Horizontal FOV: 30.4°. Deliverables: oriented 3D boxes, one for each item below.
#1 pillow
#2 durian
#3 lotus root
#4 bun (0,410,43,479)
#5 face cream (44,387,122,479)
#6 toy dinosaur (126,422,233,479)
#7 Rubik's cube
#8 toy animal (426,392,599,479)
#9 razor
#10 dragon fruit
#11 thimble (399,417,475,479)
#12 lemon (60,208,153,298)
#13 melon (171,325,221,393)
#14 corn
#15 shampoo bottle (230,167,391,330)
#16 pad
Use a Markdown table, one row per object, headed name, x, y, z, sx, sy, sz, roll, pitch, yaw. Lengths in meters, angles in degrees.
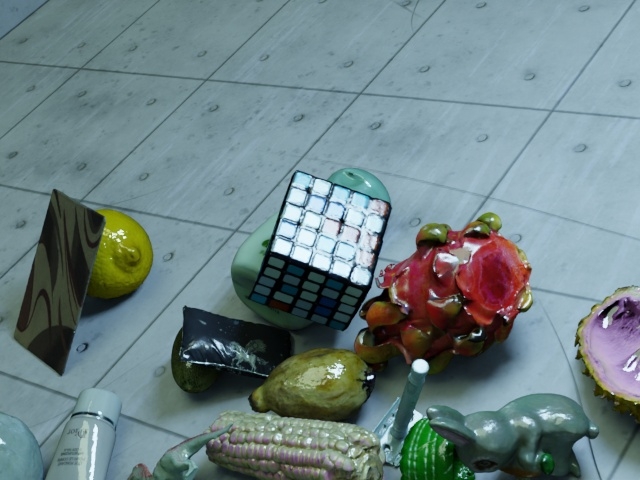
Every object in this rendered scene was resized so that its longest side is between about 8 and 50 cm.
| name | x | y | z | sx | sy | sz | roll | pitch | yaw |
| --- | --- | --- | --- | --- | --- | --- | --- | --- | --- |
| pillow | -0.146 | 0.186 | 2.085 | 0.208 | 0.055 | 0.141 | 14 | 36 | -14 |
| durian | 0.491 | 0.191 | 1.769 | 0.191 | 0.112 | 0.341 | -38 | 29 | -6 |
| lotus root | -0.014 | 0.243 | 1.938 | 0.214 | 0.138 | 0.138 | -12 | 36 | -4 |
| bun | -0.662 | 0.412 | 2.015 | 0.362 | 0.211 | 0.362 | -17 | 35 | 12 |
| face cream | -0.416 | 0.402 | 2.018 | 0.143 | 0.089 | 0.314 | -7 | 49 | 22 |
| toy dinosaur | -0.229 | 0.360 | 1.914 | 0.242 | 0.053 | 0.167 | -56 | 38 | 15 |
| Rubik's cube | 0.001 | 0.020 | 2.021 | 0.187 | 0.184 | 0.182 | 20 | 58 | -5 |
| toy animal | 0.260 | 0.281 | 1.697 | 0.251 | 0.125 | 0.127 | 4 | -2 | -16 |
| razor | 0.134 | 0.249 | 1.790 | 0.068 | 0.232 | 0.106 | 33 | 59 | 15 |
| dragon fruit | 0.194 | 0.096 | 1.939 | 0.307 | 0.243 | 0.227 | -25 | 74 | -9 |
| thimble | 0.178 | 0.325 | 1.753 | 0.090 | 0.118 | 0.130 | -4 | 21 | 29 |
| lemon | -0.442 | 0.028 | 2.409 | 0.244 | 0.186 | 0.187 | 7 | 45 | 49 |
| melon | -0.220 | 0.209 | 2.134 | 0.099 | 0.099 | 0.162 | -12 | 41 | 15 |
| corn | -0.044 | 0.336 | 1.865 | 0.335 | 0.126 | 0.126 | 6 | 45 | 40 |
| shampoo bottle | 0.000 | 0.000 | 2.231 | 0.222 | 0.151 | 0.349 | 25 | 55 | 30 |
| pad | -0.523 | 0.079 | 2.347 | 0.220 | 0.004 | 0.330 | 24 | 101 | 46 |
